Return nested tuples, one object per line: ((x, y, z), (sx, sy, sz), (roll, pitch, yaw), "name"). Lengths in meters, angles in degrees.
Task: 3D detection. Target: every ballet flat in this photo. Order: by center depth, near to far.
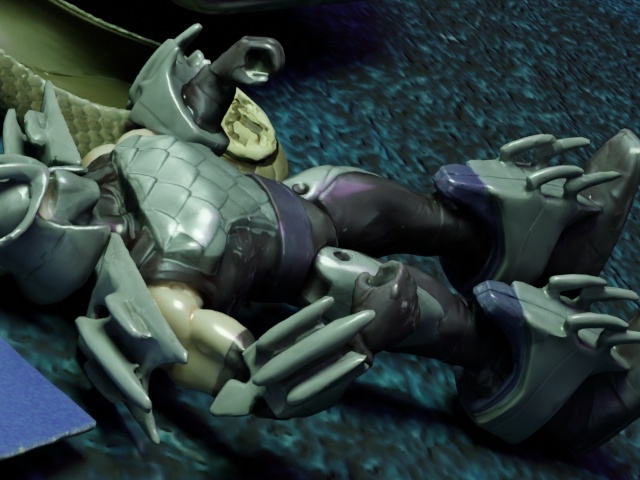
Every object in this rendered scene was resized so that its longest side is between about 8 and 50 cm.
((-0.119, -0.085, 0.693), (0.250, 0.058, 0.084), (27, 25, -11), "ballet flat")

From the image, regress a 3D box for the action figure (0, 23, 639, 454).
((0.000, 0.000, 0.630), (0.285, 0.099, 0.185), (9, 43, -33), "action figure")

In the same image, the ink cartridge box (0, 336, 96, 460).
((-0.228, -0.045, 0.428), (0.307, 0.072, 0.303), (34, 15, 16), "ink cartridge box")

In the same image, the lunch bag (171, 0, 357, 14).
((-0.089, -0.238, 0.839), (0.256, 0.212, 0.305), (21, 18, 18), "lunch bag")
